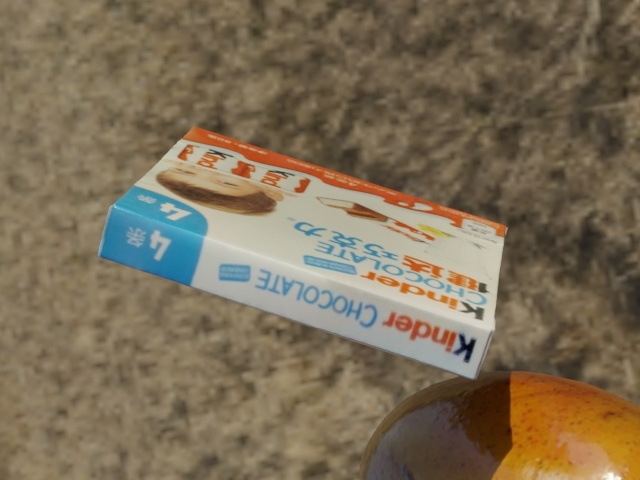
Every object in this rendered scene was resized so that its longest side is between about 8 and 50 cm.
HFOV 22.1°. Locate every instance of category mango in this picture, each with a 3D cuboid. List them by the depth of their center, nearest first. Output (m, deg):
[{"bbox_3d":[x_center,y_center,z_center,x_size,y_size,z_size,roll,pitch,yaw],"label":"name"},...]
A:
[{"bbox_3d":[0.158,0.199,1.263,0.350,0.201,0.199,9,93,51],"label":"mango"}]

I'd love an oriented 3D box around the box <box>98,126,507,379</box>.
[{"bbox_3d":[0.000,0.000,1.209,0.265,0.273,0.048,-66,-6,-72],"label":"box"}]
